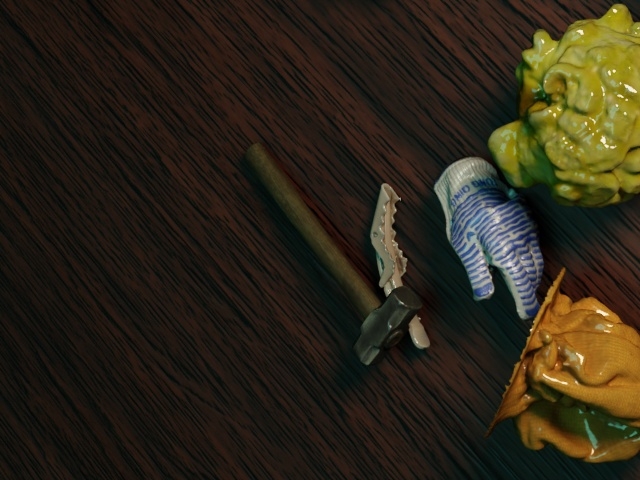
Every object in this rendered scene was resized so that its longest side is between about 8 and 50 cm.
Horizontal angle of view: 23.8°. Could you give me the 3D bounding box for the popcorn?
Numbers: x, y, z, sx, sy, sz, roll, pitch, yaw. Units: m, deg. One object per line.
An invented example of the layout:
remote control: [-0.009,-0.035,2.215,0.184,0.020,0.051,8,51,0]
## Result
popcorn: [0.310,-0.154,1.763,0.217,0.181,0.235,-8,83,37]

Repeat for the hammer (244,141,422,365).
hammer: [0.000,0.000,2.053,0.365,0.043,0.111,53,125,28]

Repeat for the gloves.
gloves: [0.215,-0.002,1.884,0.097,0.119,0.229,105,143,-67]

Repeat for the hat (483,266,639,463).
hat: [0.344,0.173,1.778,0.233,0.233,0.244,25,152,9]

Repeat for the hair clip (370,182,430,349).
hair clip: [0.091,0.039,2.023,0.072,0.034,0.226,-15,85,36]
